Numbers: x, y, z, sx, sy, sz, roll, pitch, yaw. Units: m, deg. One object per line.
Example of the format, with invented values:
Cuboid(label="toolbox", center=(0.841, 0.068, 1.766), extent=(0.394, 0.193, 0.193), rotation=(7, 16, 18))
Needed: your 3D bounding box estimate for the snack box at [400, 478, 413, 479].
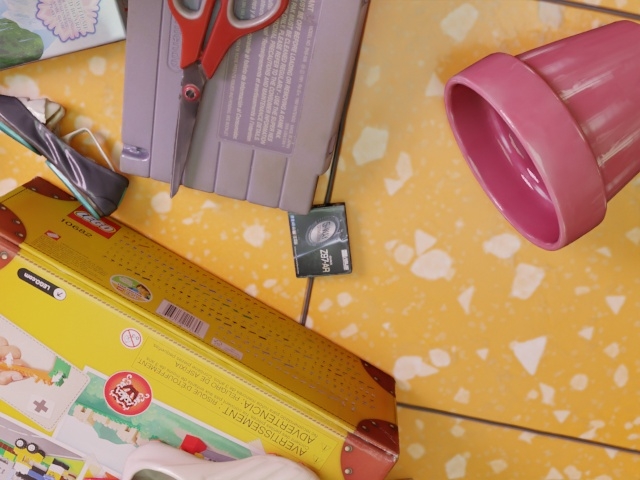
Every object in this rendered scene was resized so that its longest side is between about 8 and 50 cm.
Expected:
Cuboid(label="snack box", center=(0.115, 0.482, 0.993), extent=(0.060, 0.187, 0.321), rotation=(-9, 105, 7))

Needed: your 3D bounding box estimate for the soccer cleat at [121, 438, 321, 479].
Cuboid(label="soccer cleat", center=(-0.096, 0.242, 0.791), extent=(0.196, 0.076, 0.068), rotation=(9, 107, 0))

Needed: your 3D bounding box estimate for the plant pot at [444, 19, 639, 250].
Cuboid(label="plant pot", center=(0.252, -0.118, 0.811), extent=(0.180, 0.201, 0.201), rotation=(-31, 103, -3))

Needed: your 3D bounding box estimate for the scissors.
Cuboid(label="scissors", center=(-0.132, -0.169, 0.809), extent=(0.109, 0.021, 0.297), rotation=(27, 126, -13))

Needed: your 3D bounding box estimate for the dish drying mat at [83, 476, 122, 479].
Cuboid(label="dish drying mat", center=(-0.202, 0.261, 0.838), extent=(0.083, 0.008, 0.032), rotation=(4, 106, 3))

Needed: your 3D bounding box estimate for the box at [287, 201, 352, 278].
Cuboid(label="box", center=(0.000, 0.000, 0.944), extent=(0.067, 0.018, 0.083), rotation=(-4, 106, 6))

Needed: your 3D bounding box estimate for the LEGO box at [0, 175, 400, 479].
Cuboid(label="LEGO box", center=(-0.215, 0.221, 0.933), extent=(0.500, 0.193, 0.372), rotation=(31, 106, -6))

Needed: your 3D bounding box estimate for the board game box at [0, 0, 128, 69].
Cuboid(label="board game box", center=(-0.385, -0.331, 0.846), extent=(0.318, 0.066, 0.318), rotation=(-13, 106, 8))

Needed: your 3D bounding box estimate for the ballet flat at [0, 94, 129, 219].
Cuboid(label="ballet flat", center=(-0.296, -0.111, 0.911), extent=(0.203, 0.074, 0.074), rotation=(42, 105, -2))

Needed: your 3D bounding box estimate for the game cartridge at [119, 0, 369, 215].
Cuboid(label="game cartridge", center=(-0.078, -0.201, 0.821), extent=(0.230, 0.068, 0.355), rotation=(11, 127, -4))
